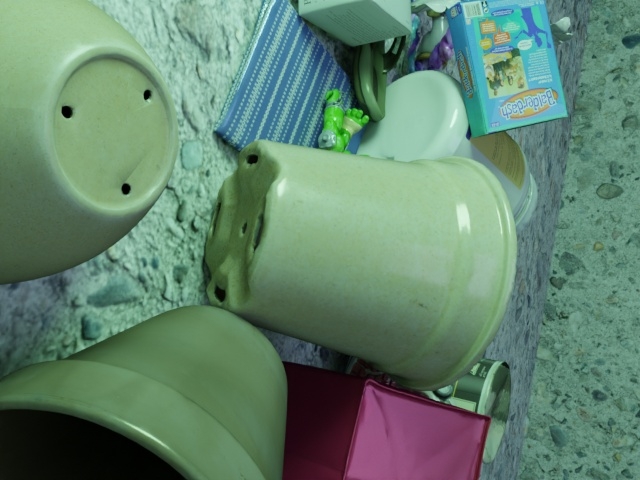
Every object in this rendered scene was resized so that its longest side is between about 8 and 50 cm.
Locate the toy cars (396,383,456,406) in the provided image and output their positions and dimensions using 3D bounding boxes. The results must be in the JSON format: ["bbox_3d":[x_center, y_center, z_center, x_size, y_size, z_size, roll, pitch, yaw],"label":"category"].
[{"bbox_3d":[0.144,0.137,1.105,0.087,0.176,0.394,-13,100,-14],"label":"toy cars"}]

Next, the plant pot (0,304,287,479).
[{"bbox_3d":[-0.162,0.210,0.644,0.280,0.322,0.324,-57,144,-62],"label":"plant pot"}]

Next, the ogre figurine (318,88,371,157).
[{"bbox_3d":[0.038,-0.127,1.021,0.118,0.096,0.197,-67,164,-50],"label":"ogre figurine"}]

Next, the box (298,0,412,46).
[{"bbox_3d":[0.055,-0.420,0.987,0.181,0.118,0.181,-1,88,-62],"label":"box"}]

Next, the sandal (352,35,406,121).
[{"bbox_3d":[0.112,-0.354,1.132,0.120,0.086,0.303,23,62,-58],"label":"sandal"}]

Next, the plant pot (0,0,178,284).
[{"bbox_3d":[-0.232,-0.091,0.534,0.284,0.190,0.285,-19,113,-57],"label":"plant pot"}]

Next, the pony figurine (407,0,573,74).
[{"bbox_3d":[0.280,-0.478,1.217,0.302,0.351,0.364,9,96,-18],"label":"pony figurine"}]

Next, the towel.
[{"bbox_3d":[-0.030,-0.194,1.013,0.336,0.040,0.243,38,66,-54],"label":"towel"}]

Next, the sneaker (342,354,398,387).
[{"bbox_3d":[0.106,0.200,1.246,0.120,0.112,0.300,21,85,-24],"label":"sneaker"}]

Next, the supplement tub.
[{"bbox_3d":[0.244,-0.138,1.208,0.331,0.241,0.241,31,69,-40],"label":"supplement tub"}]

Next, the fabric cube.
[{"bbox_3d":[0.059,0.343,0.965,0.254,0.258,0.259,24,73,-28],"label":"fabric cube"}]

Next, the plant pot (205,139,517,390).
[{"bbox_3d":[0.026,0.012,0.838,0.305,0.333,0.334,14,83,-27],"label":"plant pot"}]

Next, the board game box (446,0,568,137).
[{"bbox_3d":[0.303,-0.285,1.031,0.160,0.047,0.211,-13,93,-16],"label":"board game box"}]

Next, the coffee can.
[{"bbox_3d":[0.227,0.320,1.307,0.201,0.275,0.202,-20,113,-57],"label":"coffee can"}]
